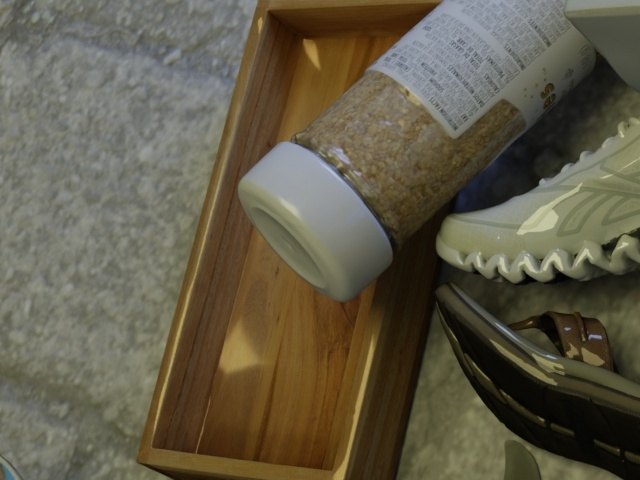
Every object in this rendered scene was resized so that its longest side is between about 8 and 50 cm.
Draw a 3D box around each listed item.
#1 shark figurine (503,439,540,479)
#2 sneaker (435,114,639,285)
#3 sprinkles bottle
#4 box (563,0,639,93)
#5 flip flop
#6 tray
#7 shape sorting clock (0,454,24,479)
[{"bbox_3d":[0.065,0.227,1.418,0.278,0.116,0.166,-23,56,23],"label":"shark figurine"},{"bbox_3d":[0.219,-0.032,1.413,0.292,0.110,0.118,-7,94,26],"label":"sneaker"},{"bbox_3d":[0.103,-0.112,1.474,0.355,0.121,0.121,-43,49,-13],"label":"sprinkles bottle"},{"bbox_3d":[0.316,-0.272,1.403,0.168,0.215,0.345,1,70,35],"label":"box"},{"bbox_3d":[0.191,0.098,1.403,0.277,0.112,0.080,23,58,42],"label":"flip flop"},{"bbox_3d":[0.000,0.000,1.593,0.202,0.076,0.411,2,71,35],"label":"tray"},{"bbox_3d":[-0.303,0.261,1.569,0.206,0.040,0.206,-16,59,28],"label":"shape sorting clock"}]
